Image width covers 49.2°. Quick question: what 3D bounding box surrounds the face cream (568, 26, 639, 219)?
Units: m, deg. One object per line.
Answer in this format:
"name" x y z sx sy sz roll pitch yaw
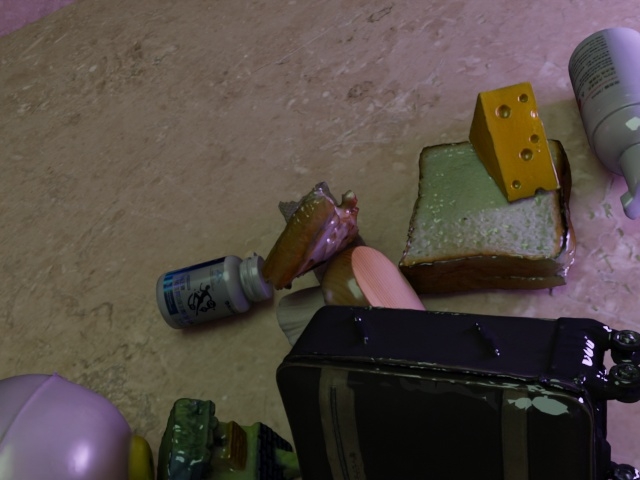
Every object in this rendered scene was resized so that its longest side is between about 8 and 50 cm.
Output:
"face cream" 0.525 -0.197 1.185 0.145 0.145 0.370 -10 48 15

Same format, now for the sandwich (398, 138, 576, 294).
"sandwich" 0.286 -0.048 1.186 0.271 0.099 0.301 0 48 17

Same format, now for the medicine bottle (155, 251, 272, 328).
"medicine bottle" -0.189 0.088 1.259 0.191 0.107 0.107 -15 46 11

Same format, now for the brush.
"brush" 0.072 0.152 1.071 0.166 0.174 0.267 -42 74 25

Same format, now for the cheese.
"cheese" 0.321 -0.148 1.151 0.093 0.126 0.171 -13 64 -4

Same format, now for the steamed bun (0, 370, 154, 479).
"steamed bun" -0.401 0.347 0.948 0.333 0.374 0.334 3 73 -8

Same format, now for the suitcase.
"suitcase" 0.160 0.232 0.866 0.433 0.283 0.194 3 30 26

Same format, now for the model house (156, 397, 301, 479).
"model house" -0.117 0.342 0.959 0.211 0.170 0.194 12 40 -15

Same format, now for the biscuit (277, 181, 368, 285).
"biscuit" 0.010 -0.010 1.296 0.108 0.062 0.239 -27 46 -4

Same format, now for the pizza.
"pizza" 0.000 0.000 1.111 0.071 0.297 0.189 36 98 9
